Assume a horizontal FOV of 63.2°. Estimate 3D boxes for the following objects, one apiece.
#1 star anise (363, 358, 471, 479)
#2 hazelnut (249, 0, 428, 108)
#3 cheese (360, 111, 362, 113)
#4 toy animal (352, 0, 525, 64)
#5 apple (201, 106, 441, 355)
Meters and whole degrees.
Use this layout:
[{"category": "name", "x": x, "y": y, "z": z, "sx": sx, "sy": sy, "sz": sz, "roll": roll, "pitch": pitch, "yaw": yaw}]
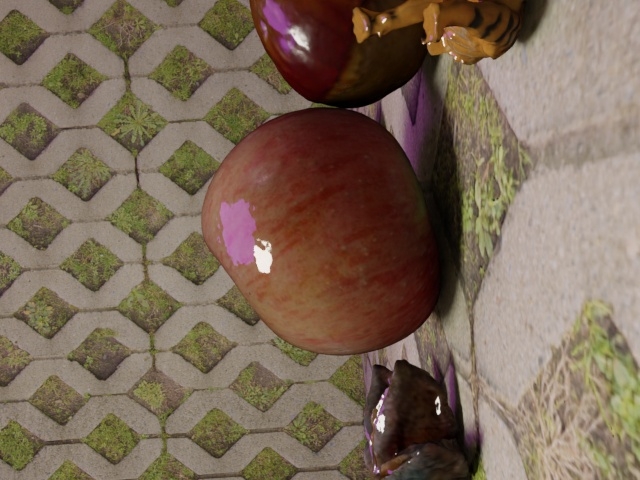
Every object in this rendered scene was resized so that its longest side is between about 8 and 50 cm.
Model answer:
[{"category": "star anise", "x": 0.120, "y": 0.303, "z": 0.645, "sx": 0.332, "sy": 0.118, "sz": 0.331, "roll": 174, "pitch": 90, "yaw": -82}, {"category": "hazelnut", "x": 0.028, "y": -0.265, "z": 0.609, "sx": 0.229, "sy": 0.230, "sz": 0.229, "roll": -4, "pitch": -90, "yaw": -90}, {"category": "cheese", "x": 0.089, "y": -0.127, "z": 1.139, "sx": 0.259, "sy": 0.128, "sz": 0.315, "roll": 113, "pitch": 147, "yaw": -74}, {"category": "toy animal", "x": 0.099, "y": -0.206, "z": 0.299, "sx": 0.114, "sy": 0.116, "sz": 0.255, "roll": 57, "pitch": 157, "yaw": 35}, {"category": "apple", "x": 0.000, "y": 0.000, "z": 0.675, "sx": 0.345, "sy": 0.270, "sz": 0.344, "roll": -19, "pitch": -90, "yaw": -88}]
